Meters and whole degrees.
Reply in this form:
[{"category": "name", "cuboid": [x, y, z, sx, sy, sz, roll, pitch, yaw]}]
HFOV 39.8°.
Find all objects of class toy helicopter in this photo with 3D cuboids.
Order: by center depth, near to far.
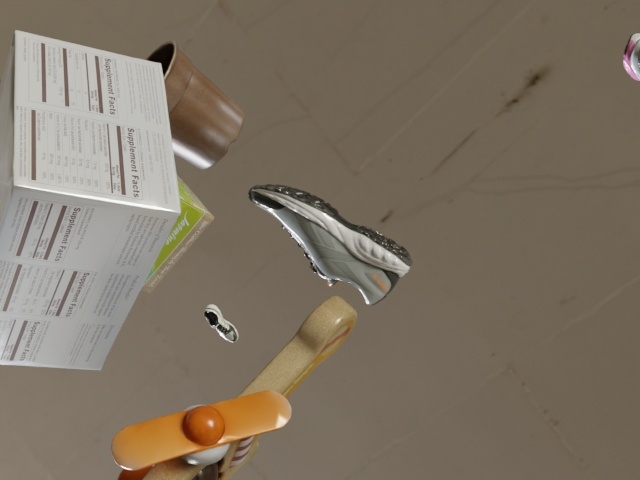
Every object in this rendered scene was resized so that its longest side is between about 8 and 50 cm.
[{"category": "toy helicopter", "cuboid": [-0.091, 0.191, 0.971, 0.140, 0.235, 0.355, 39, -104, 20]}]

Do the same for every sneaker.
[{"category": "sneaker", "cuboid": [0.477, -0.207, 1.165, 0.077, 0.178, 0.072, 31, -83, 60]}, {"category": "sneaker", "cuboid": [0.000, 0.000, 1.332, 0.271, 0.100, 0.108, 33, -78, 10]}, {"category": "sneaker", "cuboid": [-0.184, 0.156, 1.609, 0.032, 0.037, 0.083, -42, -88, 14]}]

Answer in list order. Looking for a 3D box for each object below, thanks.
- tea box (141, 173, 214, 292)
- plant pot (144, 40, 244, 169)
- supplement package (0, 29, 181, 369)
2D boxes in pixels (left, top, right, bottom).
[{"category": "tea box", "cuboid": [-0.449, -0.111, 1.768, 0.220, 0.323, 0.329, -48, -125, 6]}, {"category": "plant pot", "cuboid": [-0.224, -0.212, 1.451, 0.167, 0.165, 0.167, -37, -145, 31]}, {"category": "supplement package", "cuboid": [-0.254, -0.030, 0.868, 0.262, 0.145, 0.204, -55, -143, 41]}]
